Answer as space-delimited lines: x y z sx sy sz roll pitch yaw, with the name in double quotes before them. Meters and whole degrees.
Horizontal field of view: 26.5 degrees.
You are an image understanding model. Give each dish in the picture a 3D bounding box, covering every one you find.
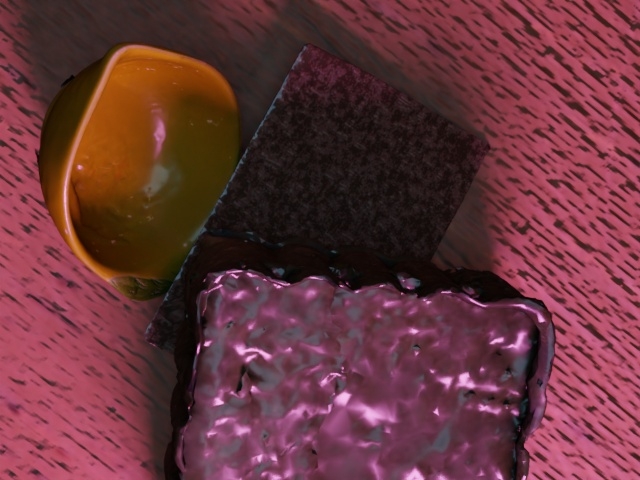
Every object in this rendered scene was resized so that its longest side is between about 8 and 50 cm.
"dish" -0.129 -0.054 0.896 0.149 0.080 0.207 -36 139 -29

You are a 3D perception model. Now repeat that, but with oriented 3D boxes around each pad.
"pad" 0.000 0.000 0.941 0.158 0.003 0.235 28 92 -17

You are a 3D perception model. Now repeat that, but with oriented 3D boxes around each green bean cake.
"green bean cake" 0.018 0.131 0.896 0.241 0.132 0.255 4 101 -11
